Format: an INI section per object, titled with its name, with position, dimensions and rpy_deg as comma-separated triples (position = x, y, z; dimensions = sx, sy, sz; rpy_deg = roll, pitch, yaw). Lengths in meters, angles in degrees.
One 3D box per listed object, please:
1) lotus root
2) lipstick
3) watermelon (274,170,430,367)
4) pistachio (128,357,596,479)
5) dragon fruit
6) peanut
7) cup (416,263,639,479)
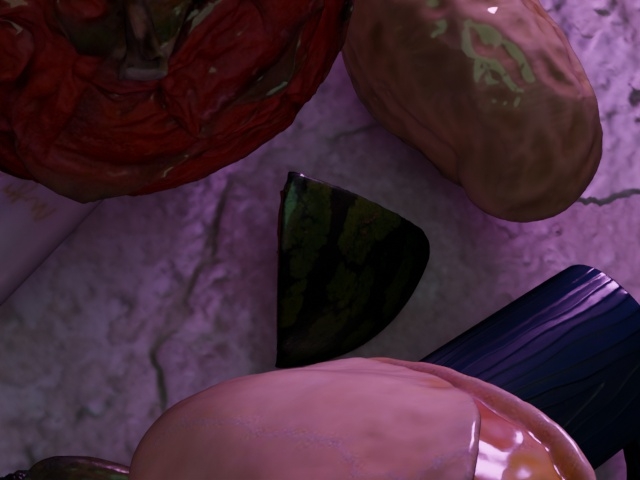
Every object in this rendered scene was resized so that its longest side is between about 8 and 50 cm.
[lotus root]
position = -0.139, 0.152, 0.999
dimensions = 0.099, 0.049, 0.054
rpy_deg = 10, 51, -3
[lipstick]
position = -0.160, -0.038, 1.054
dimensions = 0.059, 0.059, 0.264
rpy_deg = 40, 73, 7
[watermelon]
position = 0.000, 0.000, 1.048
dimensions = 0.125, 0.135, 0.094
rpy_deg = -33, 42, -12
[pistachio]
position = 0.015, 0.142, 0.900
dimensions = 0.187, 0.299, 0.188
rpy_deg = 4, 84, -35
[dragon fruit]
position = -0.129, -0.161, 0.929
dimensions = 0.277, 0.342, 0.277
rpy_deg = -11, 116, -24
[peanut]
position = 0.080, -0.159, 1.081
dimensions = 0.153, 0.140, 0.325
rpy_deg = -16, 76, -29
[cup]
position = 0.131, 0.104, 1.029
dimensions = 0.138, 0.150, 0.113
rpy_deg = -32, 44, -17
